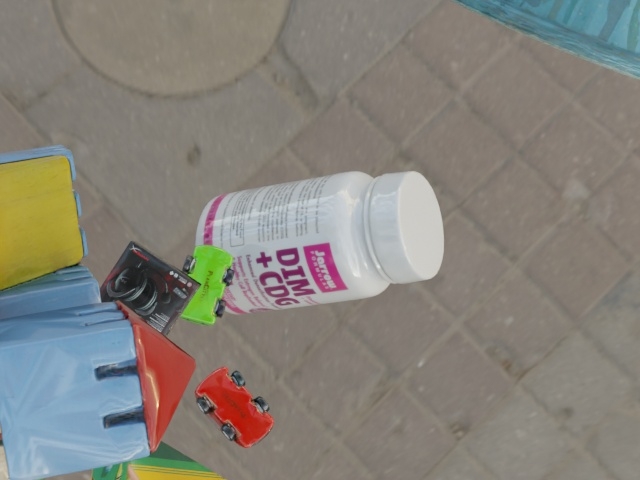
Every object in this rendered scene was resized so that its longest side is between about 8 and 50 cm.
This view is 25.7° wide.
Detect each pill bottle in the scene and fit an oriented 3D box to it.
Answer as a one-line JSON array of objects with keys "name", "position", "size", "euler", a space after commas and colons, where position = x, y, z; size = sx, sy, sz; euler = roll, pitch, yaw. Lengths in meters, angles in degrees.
[{"name": "pill bottle", "position": [0.000, 0.000, 1.758], "size": [0.283, 0.160, 0.160], "euler": [-9, 76, 28]}]

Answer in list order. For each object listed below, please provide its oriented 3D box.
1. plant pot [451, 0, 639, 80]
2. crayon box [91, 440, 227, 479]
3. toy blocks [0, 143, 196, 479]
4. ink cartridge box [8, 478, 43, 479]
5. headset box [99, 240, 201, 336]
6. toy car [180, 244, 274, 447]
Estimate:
[{"name": "plant pot", "position": [0.197, -0.244, 0.802], "size": [0.272, 0.271, 0.255], "euler": [22, 109, 2]}, {"name": "crayon box", "position": [-0.183, 0.363, 1.605], "size": [0.165, 0.278, 0.081], "euler": [36, 117, -26]}, {"name": "toy blocks", "position": [-0.206, 0.028, 0.581], "size": [0.261, 0.381, 0.190], "euler": [-10, 99, -15]}, {"name": "ink cartridge box", "position": [-0.331, 0.152, 1.400], "size": [0.160, 0.219, 0.092], "euler": [45, 37, 20]}, {"name": "headset box", "position": [-0.139, 0.051, 1.060], "size": [0.062, 0.032, 0.083], "euler": [34, 88, 1]}, {"name": "toy car", "position": [-0.153, 0.116, 1.659], "size": [0.239, 0.053, 0.225], "euler": [17, 69, -5]}]
